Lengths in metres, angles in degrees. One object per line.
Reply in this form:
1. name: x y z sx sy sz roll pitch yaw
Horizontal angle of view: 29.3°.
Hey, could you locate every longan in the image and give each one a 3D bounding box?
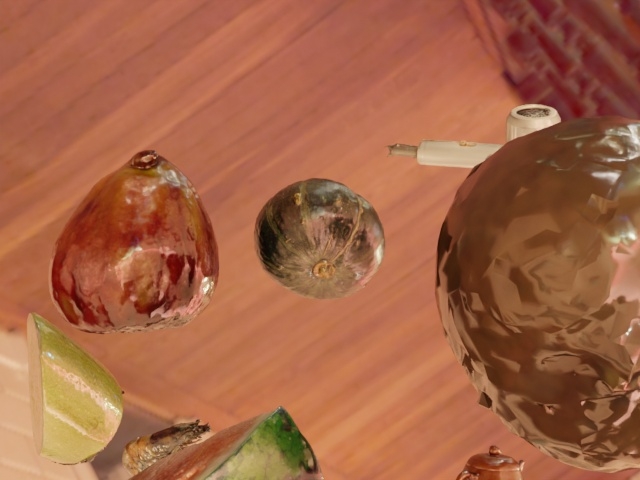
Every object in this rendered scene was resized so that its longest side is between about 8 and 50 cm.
1. longan: 0.309 0.056 1.321 0.391 0.391 0.391 -26 152 -15

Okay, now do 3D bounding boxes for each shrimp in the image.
1. shrimp: -0.206 0.302 1.723 0.161 0.091 0.034 -27 -170 25

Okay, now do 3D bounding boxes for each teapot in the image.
1. teapot: 0.256 0.365 1.850 0.173 0.116 0.116 1 137 -46

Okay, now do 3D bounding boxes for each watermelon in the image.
1. watermelon: -0.135 0.373 1.302 0.319 0.292 0.222 -19 -166 29

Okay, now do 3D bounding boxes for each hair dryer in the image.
1. hair dryer: 0.296 -0.180 2.436 0.107 0.357 0.173 -55 145 -61

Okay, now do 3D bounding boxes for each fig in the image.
1. fig: -0.248 0.018 1.671 0.224 0.224 0.263 89 23 -59

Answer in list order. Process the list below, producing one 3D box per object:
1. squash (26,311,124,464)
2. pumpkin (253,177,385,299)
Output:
1. squash: -0.440 0.230 1.917 0.189 0.189 0.260 -36 145 4
2. pumpkin: -0.001 -0.001 1.730 0.190 0.190 0.146 -51 -169 30
